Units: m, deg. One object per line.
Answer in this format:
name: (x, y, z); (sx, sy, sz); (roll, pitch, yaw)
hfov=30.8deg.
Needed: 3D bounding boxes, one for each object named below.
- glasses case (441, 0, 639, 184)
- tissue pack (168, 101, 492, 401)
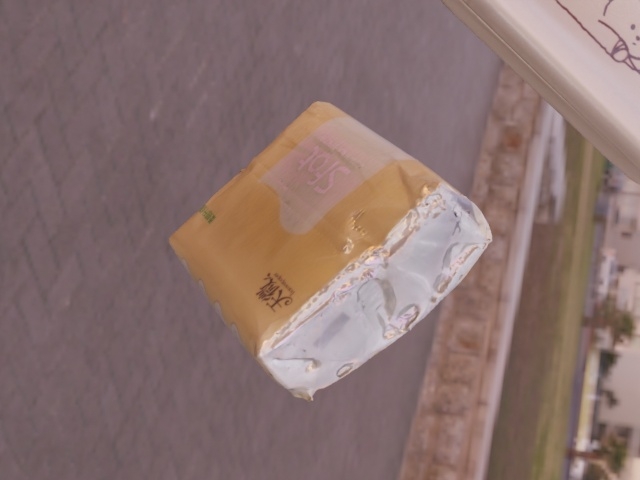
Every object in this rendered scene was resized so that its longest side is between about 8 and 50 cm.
glasses case: (0.136, -0.105, 0.575); (0.083, 0.196, 0.050); (-54, -164, -10)
tissue pack: (0.000, 0.000, 0.865); (0.090, 0.186, 0.222); (50, -2, -31)
